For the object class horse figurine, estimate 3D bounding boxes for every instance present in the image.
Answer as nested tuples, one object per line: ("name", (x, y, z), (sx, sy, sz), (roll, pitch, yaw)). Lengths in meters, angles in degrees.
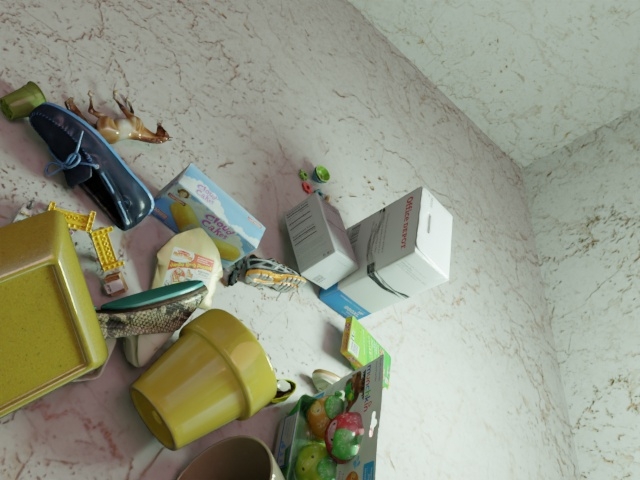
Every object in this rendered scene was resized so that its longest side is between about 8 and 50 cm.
("horse figurine", (-0.532, -0.308, 1.471), (0.263, 0.066, 0.174), (-19, 75, -55))

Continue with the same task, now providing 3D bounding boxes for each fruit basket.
("fruit basket", (0.024, 0.467, 1.356), (0.166, 0.353, 0.326), (24, 48, -16))

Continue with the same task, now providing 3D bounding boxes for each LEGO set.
("LEGO set", (-0.532, -0.001, 1.270), (0.287, 0.107, 0.132), (41, 75, -29))

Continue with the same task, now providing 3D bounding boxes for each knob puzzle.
("knob puzzle", (-0.333, 0.061, 1.444), (0.213, 0.030, 0.213), (1, 88, -41))

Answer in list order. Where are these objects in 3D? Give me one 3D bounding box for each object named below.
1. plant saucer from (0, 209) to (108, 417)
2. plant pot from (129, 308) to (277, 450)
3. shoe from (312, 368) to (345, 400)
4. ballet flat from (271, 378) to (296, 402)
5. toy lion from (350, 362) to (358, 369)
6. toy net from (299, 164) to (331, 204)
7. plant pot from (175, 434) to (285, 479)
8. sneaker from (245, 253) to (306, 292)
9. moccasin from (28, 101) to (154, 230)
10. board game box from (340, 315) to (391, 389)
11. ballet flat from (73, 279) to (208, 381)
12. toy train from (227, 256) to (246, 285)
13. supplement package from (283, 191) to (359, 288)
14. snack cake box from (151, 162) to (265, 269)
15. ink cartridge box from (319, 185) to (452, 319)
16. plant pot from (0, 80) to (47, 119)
("plant saucer", (-0.527, 0.159, 0.940), (0.333, 0.081, 0.332), (-28, 125, -36))
("plant pot", (-0.263, 0.313, 1.232), (0.239, 0.254, 0.254), (-34, 93, -36))
("shoe", (0.053, 0.448, 1.622), (0.219, 0.077, 0.058), (48, 34, -18))
("ballet flat", (-0.153, 0.374, 1.437), (0.231, 0.077, 0.077), (12, 59, -44))
("toy lion", (0.113, 0.352, 1.795), (0.096, 0.034, 0.100), (53, 37, -20))
("toy net", (0.008, -0.153, 1.995), (0.122, 0.045, 0.232), (-6, 71, -50))
("plant pot", (-0.145, 0.597, 1.192), (0.274, 0.257, 0.256), (59, 34, -28))
("sneaker", (-0.127, 0.093, 1.654), (0.215, 0.084, 0.083), (19, 44, -42))
("moccasin", (-0.532, -0.164, 1.316), (0.342, 0.138, 0.116), (46, 51, -21))
("board game box", (0.148, 0.358, 1.788), (0.259, 0.039, 0.124), (47, 39, -34))
("ballet flat", (-0.451, 0.192, 1.185), (0.483, 0.164, 0.181), (-4, 91, -44))
("toy train", (-0.226, 0.064, 1.594), (0.027, 0.036, 0.158), (30, 46, -15))
("supplement package", (0.000, 0.000, 1.754), (0.139, 0.134, 0.244), (35, 28, -46))
("snack cake box", (-0.296, -0.057, 1.498), (0.264, 0.152, 0.089), (42, 40, -21))
("ink cartridge box", (0.207, 0.049, 1.799), (0.166, 0.395, 0.285), (39, 42, -24))
("plant pot", (-0.680, -0.312, 1.301), (0.079, 0.083, 0.083), (-37, 95, -41))
